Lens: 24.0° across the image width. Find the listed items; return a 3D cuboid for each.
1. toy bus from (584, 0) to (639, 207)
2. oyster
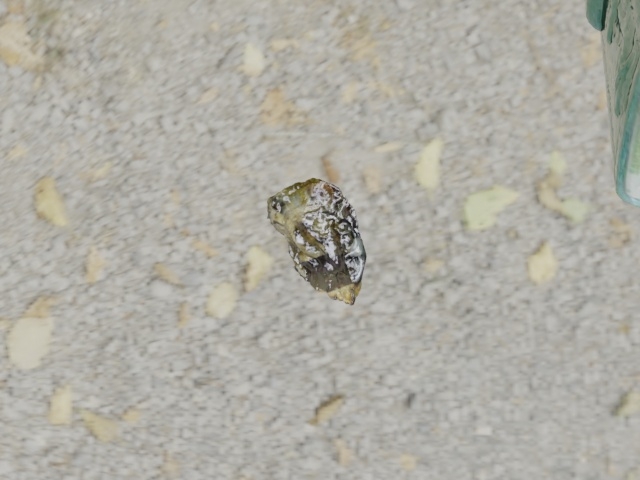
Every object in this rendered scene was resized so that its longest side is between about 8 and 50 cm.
[{"bbox_3d":[0.173,-0.102,0.650,0.109,0.262,0.091,8,121,3],"label":"toy bus"},{"bbox_3d":[0.001,0.003,0.927,0.083,0.054,0.019,63,25,-8],"label":"oyster"}]
